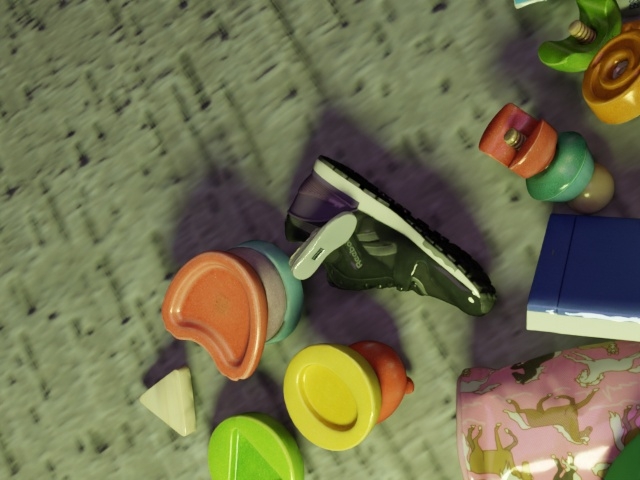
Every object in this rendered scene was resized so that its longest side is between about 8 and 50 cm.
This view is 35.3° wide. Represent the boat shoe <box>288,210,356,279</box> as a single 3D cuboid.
[{"bbox_3d":[0.000,0.000,1.169,0.100,0.035,0.035,-49,38,12],"label":"boat shoe"}]

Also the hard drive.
[{"bbox_3d":[0.389,0.040,1.043,0.318,0.210,0.040,4,119,18],"label":"hard drive"}]

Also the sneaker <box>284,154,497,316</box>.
[{"bbox_3d":[0.077,0.024,1.198,0.283,0.107,0.124,39,102,27],"label":"sneaker"}]

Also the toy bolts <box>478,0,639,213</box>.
[{"bbox_3d":[0.314,-0.127,1.096,0.228,0.158,0.218,-54,27,14],"label":"toy bolts"}]

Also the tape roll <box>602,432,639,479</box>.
[{"bbox_3d":[0.426,0.286,0.945,0.321,0.077,0.321,4,121,7],"label":"tape roll"}]

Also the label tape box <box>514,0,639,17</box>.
[{"bbox_3d":[0.389,-0.403,1.166,0.347,0.115,0.249,-10,77,18],"label":"label tape box"}]

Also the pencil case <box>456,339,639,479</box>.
[{"bbox_3d":[0.330,0.192,1.051,0.386,0.167,0.160,-10,115,15],"label":"pencil case"}]

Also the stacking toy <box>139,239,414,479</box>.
[{"bbox_3d":[-0.057,0.166,1.226,0.309,0.130,0.279,42,120,22],"label":"stacking toy"}]
